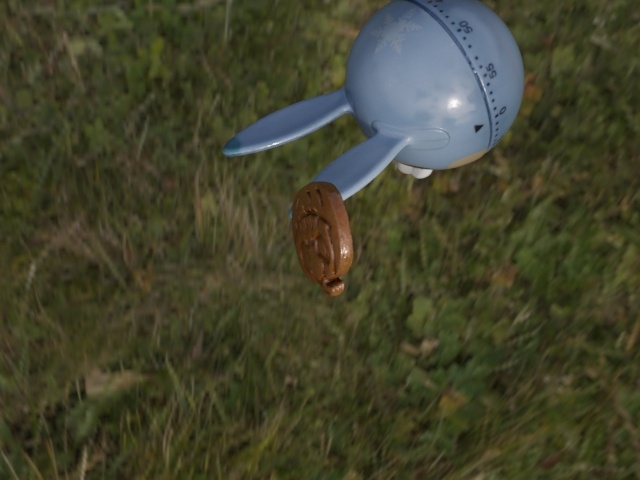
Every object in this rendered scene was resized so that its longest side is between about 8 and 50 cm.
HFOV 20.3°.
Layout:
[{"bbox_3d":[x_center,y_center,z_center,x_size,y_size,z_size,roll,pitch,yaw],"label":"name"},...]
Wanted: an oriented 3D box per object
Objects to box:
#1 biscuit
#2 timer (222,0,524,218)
[{"bbox_3d":[0.000,0.000,1.206,0.015,0.091,0.078,-9,80,-19],"label":"biscuit"},{"bbox_3d":[0.067,-0.105,1.568,0.175,0.175,0.255,42,88,9],"label":"timer"}]
